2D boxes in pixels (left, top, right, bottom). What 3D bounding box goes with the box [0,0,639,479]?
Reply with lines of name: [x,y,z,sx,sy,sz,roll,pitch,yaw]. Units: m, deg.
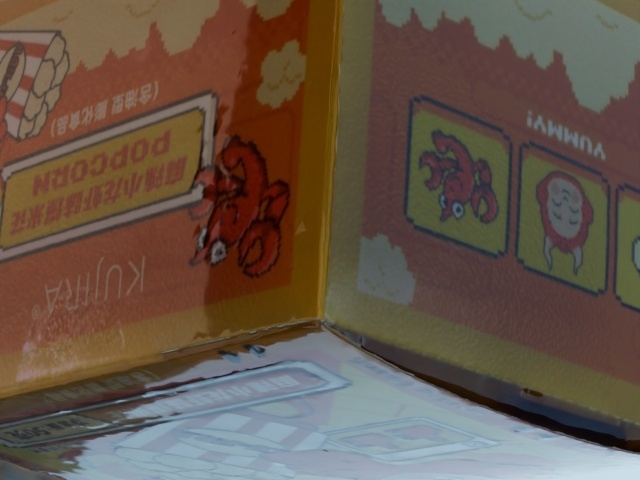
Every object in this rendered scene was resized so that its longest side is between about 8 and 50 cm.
box: [0.000,0.000,0.892,0.284,0.260,0.213,-16,-115,44]
